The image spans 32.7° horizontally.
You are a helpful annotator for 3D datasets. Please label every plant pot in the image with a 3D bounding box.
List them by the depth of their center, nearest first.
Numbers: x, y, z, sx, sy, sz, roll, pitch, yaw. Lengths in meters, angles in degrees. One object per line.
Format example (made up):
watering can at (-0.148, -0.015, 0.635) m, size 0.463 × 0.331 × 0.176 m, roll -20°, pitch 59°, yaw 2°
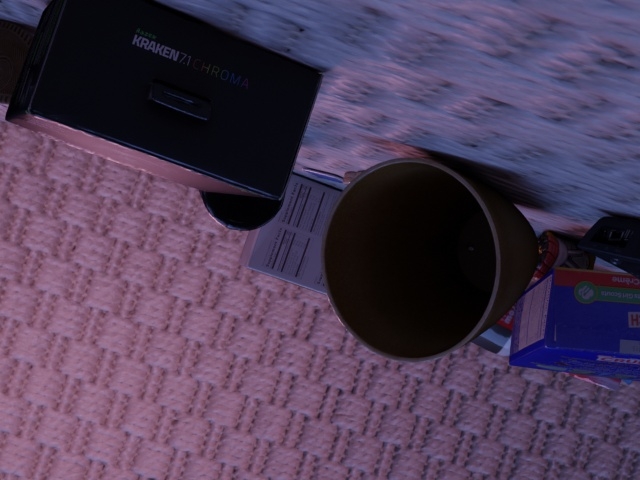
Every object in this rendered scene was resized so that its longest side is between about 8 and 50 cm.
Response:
plant pot at (0.170, 0.019, 1.360) m, size 0.237 × 0.237 × 0.254 m, roll 17°, pitch -168°, yaw 33°

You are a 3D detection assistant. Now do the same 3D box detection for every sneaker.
sneaker at (-0.400, -0.221, 1.445) m, size 0.282 × 0.099 × 0.153 m, roll 26°, pitch 177°, yaw 36°
sneaker at (0.365, 0.046, 1.675) m, size 0.093 × 0.088 × 0.225 m, roll 18°, pitch 178°, yaw 5°

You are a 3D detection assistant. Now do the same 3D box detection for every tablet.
tablet at (0.012, -0.110, 1.873) m, size 0.083 × 0.006 × 0.054 m, roll 18°, pitch 178°, yaw 42°

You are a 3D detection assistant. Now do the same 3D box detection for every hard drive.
hard drive at (0.435, 0.032, 1.213) m, size 0.172 × 0.054 × 0.255 m, roll 22°, pitch 176°, yaw -43°

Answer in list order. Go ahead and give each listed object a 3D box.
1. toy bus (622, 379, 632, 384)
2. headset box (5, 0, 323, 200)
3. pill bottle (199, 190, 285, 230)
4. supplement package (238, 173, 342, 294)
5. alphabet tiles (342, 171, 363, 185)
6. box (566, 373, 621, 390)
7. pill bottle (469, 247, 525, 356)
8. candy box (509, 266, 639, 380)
toy bus at (0.525, 0.123, 1.892) m, size 0.191 × 0.202 × 0.104 m, roll 26°, pitch 148°, yaw 9°
headset box at (-0.162, -0.140, 1.075) m, size 0.246 × 0.131 × 0.283 m, roll 19°, pitch 177°, yaw -21°
pill bottle at (-0.127, -0.098, 1.642) m, size 0.123 × 0.122 × 0.219 m, roll 20°, pitch -170°, yaw -16°
supplement package at (0.000, 0.000, 2.144) m, size 0.263 × 0.198 × 0.199 m, roll 20°, pitch 178°, yaw -9°
alphabet tiles at (0.178, -0.052, 1.725) m, size 0.284 × 0.021 × 0.278 m, roll 19°, pitch 178°, yaw -15°
box at (0.438, 0.142, 2.047) m, size 0.300 × 0.154 × 0.142 m, roll 20°, pitch -156°, yaw 3°
pill bottle at (0.281, 0.096, 1.838) m, size 0.283 × 0.161 × 0.161 m, roll 26°, pitch 178°, yaw 3°
candy box at (0.429, 0.127, 1.564) m, size 0.268 × 0.122 × 0.317 m, roll 6°, pitch 170°, yaw 2°
